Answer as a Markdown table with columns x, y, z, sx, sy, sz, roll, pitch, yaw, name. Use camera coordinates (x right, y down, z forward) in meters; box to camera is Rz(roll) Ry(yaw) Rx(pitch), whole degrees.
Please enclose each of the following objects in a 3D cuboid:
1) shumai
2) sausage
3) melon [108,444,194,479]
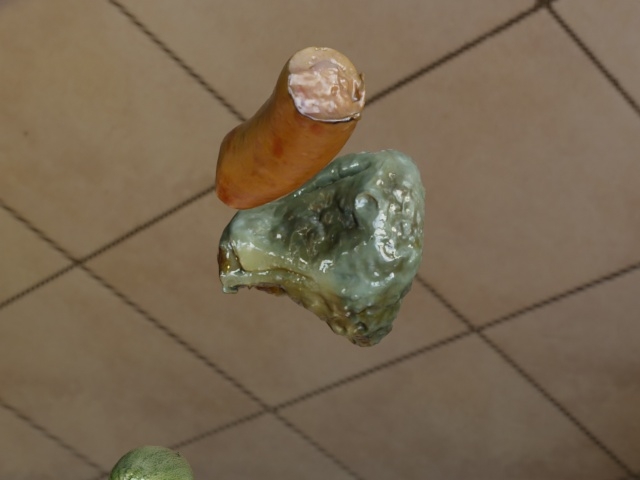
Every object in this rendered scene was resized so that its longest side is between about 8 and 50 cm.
| x | y | z | sx | sy | sz | roll | pitch | yaw | name |
| --- | --- | --- | --- | --- | --- | --- | --- | --- | --- |
| 0.000 | 0.000 | 1.620 | 0.222 | 0.225 | 0.261 | 14 | 134 | -21 | shumai |
| -0.039 | -0.112 | 1.441 | 0.109 | 0.109 | 0.270 | 28 | 150 | -15 | sausage |
| -0.292 | 0.425 | 2.327 | 0.139 | 0.139 | 0.192 | -9 | 171 | 25 | melon |
